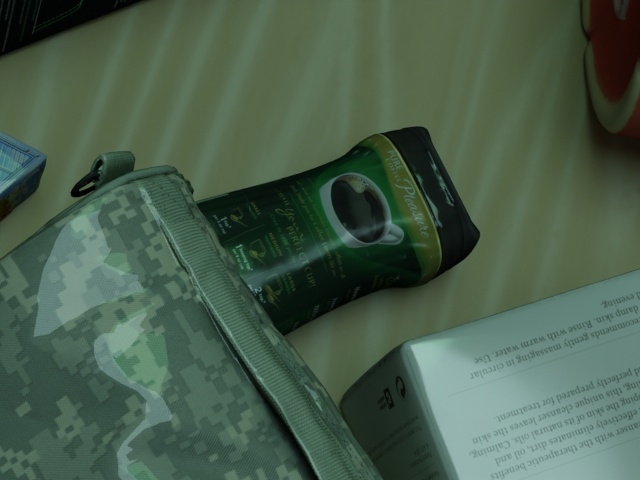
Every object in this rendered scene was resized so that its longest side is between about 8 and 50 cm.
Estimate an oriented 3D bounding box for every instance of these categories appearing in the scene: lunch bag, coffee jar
[{"bbox_3d":[-0.095,0.141,0.948,0.305,0.256,0.212,57,30,8],"label":"lunch bag"},{"bbox_3d":[0.000,0.000,1.141,0.184,0.079,0.096,-21,76,-19],"label":"coffee jar"}]

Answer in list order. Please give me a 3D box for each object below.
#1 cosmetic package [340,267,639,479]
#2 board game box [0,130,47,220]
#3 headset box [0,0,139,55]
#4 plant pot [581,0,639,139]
[{"bbox_3d":[0.172,0.216,1.077,0.197,0.155,0.365,-15,78,-18],"label":"cosmetic package"},{"bbox_3d":[-0.265,-0.020,1.087,0.194,0.060,0.194,15,69,-9],"label":"board game box"},{"bbox_3d":[-0.138,-0.283,1.167,0.283,0.131,0.246,-26,80,-21],"label":"headset box"},{"bbox_3d":[0.303,-0.161,1.193,0.243,0.275,0.275,0,72,-4],"label":"plant pot"}]
